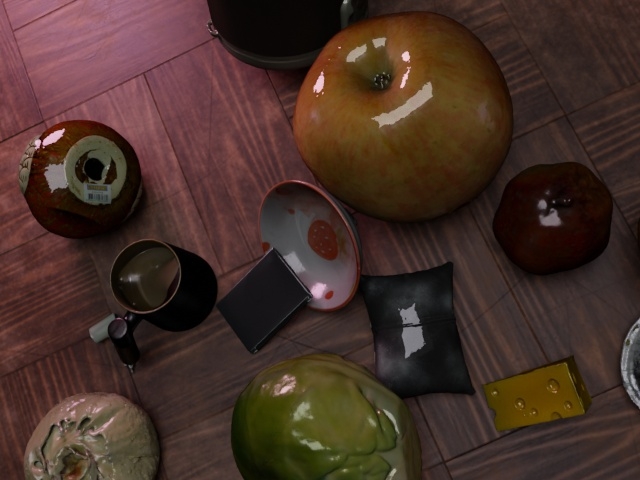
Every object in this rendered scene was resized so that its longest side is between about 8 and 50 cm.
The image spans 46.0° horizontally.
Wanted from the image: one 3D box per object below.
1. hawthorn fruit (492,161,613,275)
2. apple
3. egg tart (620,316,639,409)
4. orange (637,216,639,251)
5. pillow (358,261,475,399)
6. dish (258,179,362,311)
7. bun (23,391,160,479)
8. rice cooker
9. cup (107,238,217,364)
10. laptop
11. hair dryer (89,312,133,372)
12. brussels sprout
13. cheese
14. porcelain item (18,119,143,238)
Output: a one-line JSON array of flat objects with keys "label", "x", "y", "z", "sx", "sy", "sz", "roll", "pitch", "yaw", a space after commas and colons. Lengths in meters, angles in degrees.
[{"label": "hawthorn fruit", "x": 0.410, "y": -0.042, "z": 1.320, "sx": 0.208, "sy": 0.248, "sz": 0.208, "roll": -1, "pitch": 81, "yaw": 8}, {"label": "apple", "x": 0.146, "y": -0.224, "z": 1.361, "sx": 0.391, "sy": 0.346, "sz": 0.392, "roll": -4, "pitch": 73, "yaw": 14}, {"label": "egg tart", "x": 0.640, "y": 0.217, "z": 1.299, "sx": 0.234, "sy": 0.094, "sz": 0.234, "roll": -2, "pitch": 78, "yaw": 11}, {"label": "orange", "x": 0.671, "y": -0.006, "z": 1.270, "sx": 0.261, "sy": 0.261, "sz": 0.261, "roll": -2, "pitch": 77, "yaw": 9}, {"label": "pillow", "x": 0.174, "y": 0.171, "z": 1.385, "sx": 0.186, "sy": 0.106, "sz": 0.250, "roll": -9, "pitch": 78, "yaw": 1}, {"label": "dish", "x": 0.000, "y": 0.000, "z": 1.427, "sx": 0.085, "sy": 0.260, "sz": 0.260, "roll": -26, "pitch": 68, "yaw": -41}, {"label": "bun", "x": -0.439, "y": 0.405, "z": 1.415, "sx": 0.259, "sy": 0.152, "sz": 0.259, "roll": -2, "pitch": 79, "yaw": 11}, {"label": "rice cooker", "x": -0.071, "y": -0.524, "z": 1.483, "sx": 0.335, "sy": 0.325, "sz": 0.335, "roll": -2, "pitch": 57, "yaw": 4}, {"label": "cup", "x": -0.305, "y": 0.120, "z": 1.444, "sx": 0.166, "sy": 0.177, "sz": 0.239, "roll": 2, "pitch": 77, "yaw": 10}, {"label": "laptop", "x": -0.111, "y": 0.118, "z": 1.467, "sx": 0.180, "sy": 0.016, "sz": 0.129, "roll": -44, "pitch": 73, "yaw": 18}, {"label": "hair dryer", "x": -0.410, "y": 0.214, "z": 1.518, "sx": 0.063, "sy": 0.038, "sz": 0.124, "roll": -32, "pitch": 81, "yaw": 3}, {"label": "brussels sprout", "x": 0.008, "y": 0.341, "z": 1.300, "sx": 0.344, "sy": 0.344, "sz": 0.268, "roll": 14, "pitch": 46, "yaw": 13}, {"label": "cheese", "x": 0.379, "y": 0.277, "z": 1.341, "sx": 0.171, "sy": 0.126, "sz": 0.093, "roll": -22, "pitch": 79, "yaw": 24}, {"label": "porcelain item", "x": -0.497, "y": -0.116, "z": 1.539, "sx": 0.252, "sy": 0.253, "sz": 0.253, "roll": -2, "pitch": 77, "yaw": 9}]
